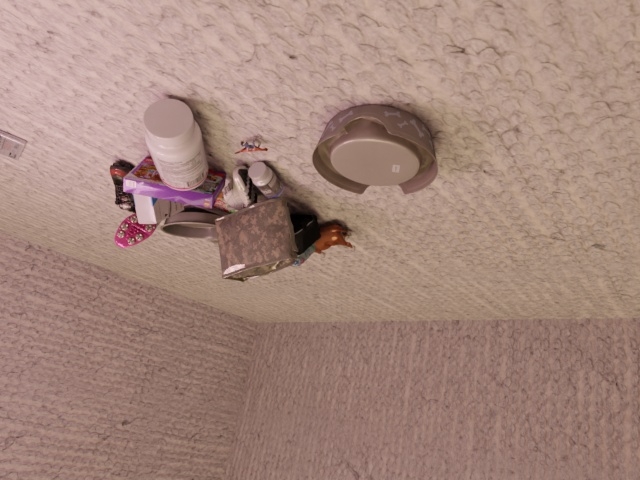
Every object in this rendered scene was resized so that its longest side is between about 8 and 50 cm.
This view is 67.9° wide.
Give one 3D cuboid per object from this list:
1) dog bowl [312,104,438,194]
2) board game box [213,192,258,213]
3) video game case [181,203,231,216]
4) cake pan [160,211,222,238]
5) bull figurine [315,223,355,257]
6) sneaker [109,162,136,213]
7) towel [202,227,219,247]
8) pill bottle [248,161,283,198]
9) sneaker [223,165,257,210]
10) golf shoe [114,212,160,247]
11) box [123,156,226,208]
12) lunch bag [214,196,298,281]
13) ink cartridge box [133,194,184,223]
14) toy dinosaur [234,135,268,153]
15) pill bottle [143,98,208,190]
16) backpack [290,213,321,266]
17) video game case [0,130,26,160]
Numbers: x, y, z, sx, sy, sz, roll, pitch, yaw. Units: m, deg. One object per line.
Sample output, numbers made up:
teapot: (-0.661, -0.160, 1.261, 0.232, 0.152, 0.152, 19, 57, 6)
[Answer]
dog bowl: (0.156, -0.246, 1.337, 0.349, 0.102, 0.348, 9, 160, 3)
board game box: (-0.317, -0.135, 1.934, 0.260, 0.039, 0.124, 13, 160, -15)
video game case: (-0.472, -0.106, 2.034, 0.285, 0.025, 0.204, 22, 162, -37)
cake pan: (-0.513, -0.062, 1.982, 0.293, 0.054, 0.293, 0, 168, 0)
bull figurine: (0.000, 0.000, 2.044, 0.310, 0.101, 0.188, -8, 156, 44)
sneaker: (-0.745, -0.193, 1.838, 0.098, 0.135, 0.276, 11, 158, 3)
towel: (-0.401, 0.006, 2.254, 0.312, 0.056, 0.324, 6, 166, 10)
pill bottle: (-0.187, -0.206, 1.626, 0.078, 0.078, 0.137, 1, 157, 23)
sneaker: (-0.296, -0.174, 1.707, 0.118, 0.110, 0.292, 5, 158, -1)
golf shoe: (-0.689, -0.081, 1.899, 0.115, 0.306, 0.140, 44, 161, -7)
box: (-0.490, -0.201, 1.628, 0.293, 0.201, 0.057, 11, 120, -3)
lunch bag: (-0.214, -0.002, 1.706, 0.287, 0.235, 0.169, -18, 163, 23)
ink cartridge box: (-0.591, -0.154, 1.740, 0.082, 0.139, 0.190, 2, -161, 17)
toy dinosaur: (-0.205, -0.281, 1.464, 0.082, 0.090, 0.047, 36, -174, 24)
pill bottle: (-0.431, -0.282, 1.425, 0.160, 0.160, 0.283, 11, 157, -2)
backpack: (-0.144, -0.009, 1.904, 0.254, 0.225, 0.191, 6, 116, 24)
video game case: (-1.196, -0.368, 1.752, 0.173, 0.022, 0.190, 24, 156, -33)
